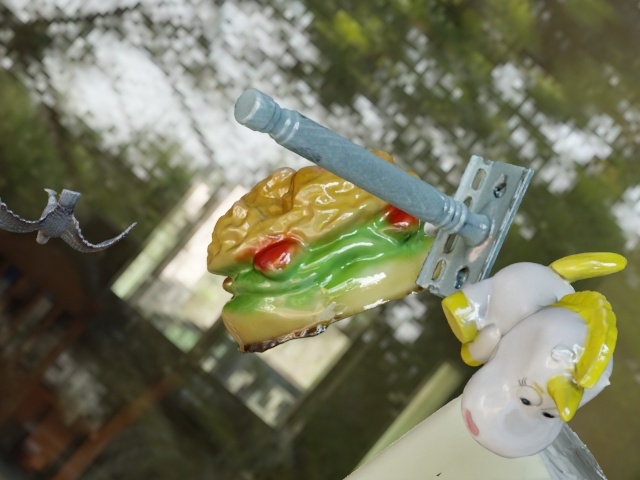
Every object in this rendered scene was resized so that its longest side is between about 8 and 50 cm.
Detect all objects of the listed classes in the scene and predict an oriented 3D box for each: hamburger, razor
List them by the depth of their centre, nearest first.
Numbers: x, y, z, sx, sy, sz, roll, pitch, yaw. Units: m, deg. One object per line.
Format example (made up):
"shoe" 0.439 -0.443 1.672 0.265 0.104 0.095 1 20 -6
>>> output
"razor" 0.036 -0.047 1.247 0.232 0.106 0.068 28 -6 -35
"hamburger" 0.000 0.000 1.682 0.237 0.237 0.149 176 -105 -81

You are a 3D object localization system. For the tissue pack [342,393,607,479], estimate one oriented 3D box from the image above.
"tissue pack" 0.098 0.339 1.564 0.207 0.380 0.297 43 13 -42

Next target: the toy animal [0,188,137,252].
"toy animal" -0.142 -0.013 0.981 0.084 0.028 0.050 16 -8 -14

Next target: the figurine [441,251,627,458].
"figurine" 0.143 0.072 1.201 0.109 0.129 0.178 40 23 -13
